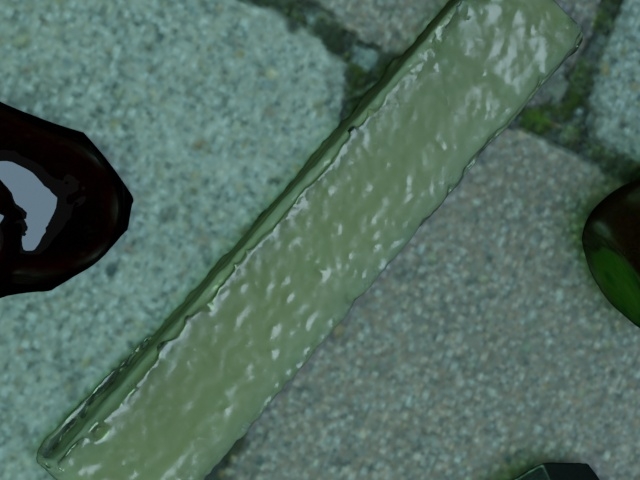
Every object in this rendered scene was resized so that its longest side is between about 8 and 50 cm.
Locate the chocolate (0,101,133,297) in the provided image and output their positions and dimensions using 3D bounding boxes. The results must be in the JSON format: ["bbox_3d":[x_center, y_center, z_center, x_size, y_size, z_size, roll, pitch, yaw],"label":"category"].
[{"bbox_3d":[-0.168,-0.025,1.009,0.148,0.080,0.125,-12,99,-14],"label":"chocolate"}]

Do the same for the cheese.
[{"bbox_3d":[0.002,0.001,1.088,0.085,0.034,0.400,45,82,-16],"label":"cheese"}]

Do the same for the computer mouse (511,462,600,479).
[{"bbox_3d":[0.153,0.245,1.138,0.126,0.071,0.231,-12,99,-16],"label":"computer mouse"}]

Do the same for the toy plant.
[{"bbox_3d":[0.239,-0.019,1.132,0.162,0.093,0.093,-35,104,-14],"label":"toy plant"}]
